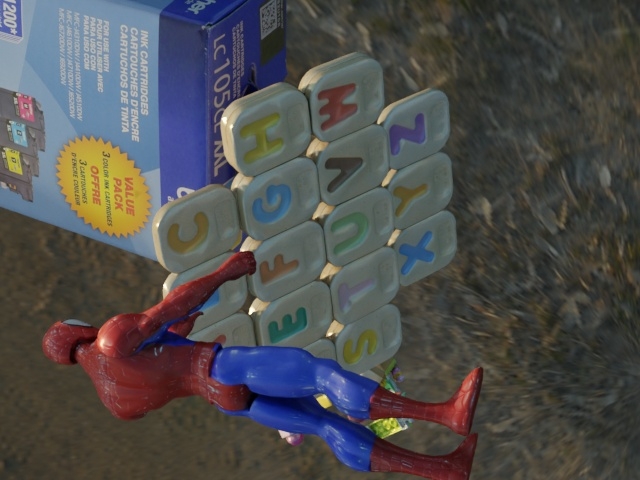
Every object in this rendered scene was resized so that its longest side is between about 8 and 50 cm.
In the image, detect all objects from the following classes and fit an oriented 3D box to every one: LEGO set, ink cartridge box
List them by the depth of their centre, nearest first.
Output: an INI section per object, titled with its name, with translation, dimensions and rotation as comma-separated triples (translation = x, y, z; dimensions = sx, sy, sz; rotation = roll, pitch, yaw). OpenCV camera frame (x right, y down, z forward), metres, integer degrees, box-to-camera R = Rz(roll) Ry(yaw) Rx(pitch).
[ink cartridge box]
translation = -0.182, -0.140, 1.436
dimensions = 0.395, 0.151, 0.270
rotation = 17, 126, 21
[LEGO set]
translation = 0.056, 0.190, 1.752
dimensions = 0.132, 0.287, 0.107
rotation = -31, 90, -25

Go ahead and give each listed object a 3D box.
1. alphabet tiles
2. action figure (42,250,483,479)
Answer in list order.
[alphabet tiles]
translation = 0.000, 0.000, 1.192
dimensions = 0.278, 0.284, 0.021
rotation = -25, 37, -27
[action figure]
translation = -0.033, 0.067, 0.960
dimensions = 0.280, 0.139, 0.091
rotation = 9, 130, 11
